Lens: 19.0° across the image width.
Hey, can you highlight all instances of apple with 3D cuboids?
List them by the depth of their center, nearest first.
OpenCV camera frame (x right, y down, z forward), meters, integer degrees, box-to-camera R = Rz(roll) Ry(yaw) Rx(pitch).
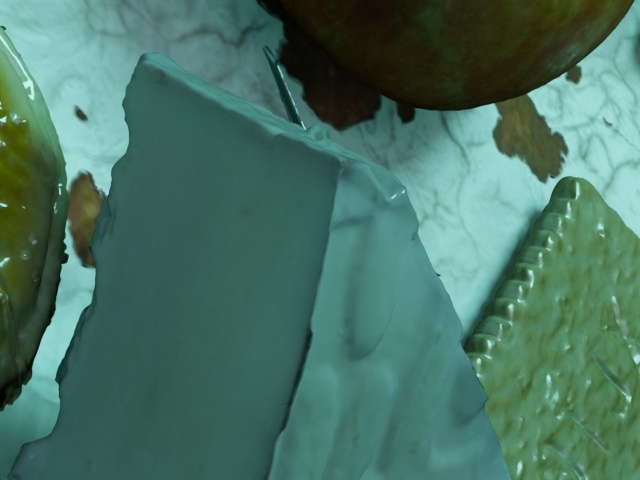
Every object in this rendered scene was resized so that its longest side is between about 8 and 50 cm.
[{"bbox_3d":[0.088,-0.223,1.310,0.301,0.301,0.302,20,57,-33],"label":"apple"}]

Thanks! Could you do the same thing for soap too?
[{"bbox_3d":[0.011,0.049,1.052,0.302,0.159,0.258,3,103,-53],"label":"soap"}]

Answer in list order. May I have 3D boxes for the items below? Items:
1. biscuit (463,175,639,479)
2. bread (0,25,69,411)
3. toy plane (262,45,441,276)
[{"bbox_3d":[0.183,0.119,1.345,0.217,0.044,0.325,46,46,-14],"label":"biscuit"},{"bbox_3d":[-0.263,-0.023,0.935,0.305,0.158,0.306,22,62,-48],"label":"bread"},{"bbox_3d":[0.002,-0.002,1.149,0.058,0.226,0.226,-26,123,-24],"label":"toy plane"}]
